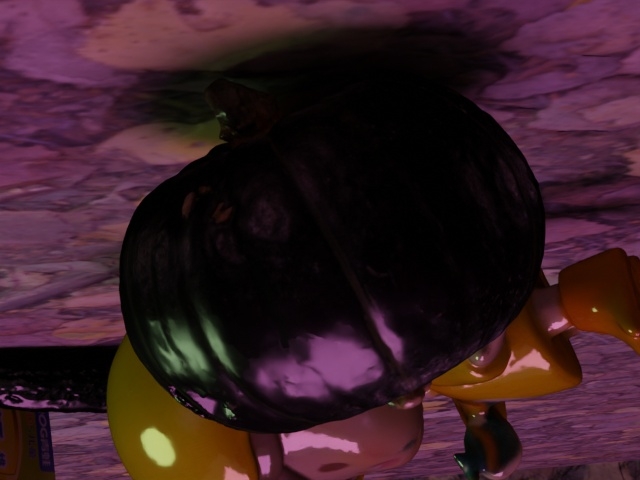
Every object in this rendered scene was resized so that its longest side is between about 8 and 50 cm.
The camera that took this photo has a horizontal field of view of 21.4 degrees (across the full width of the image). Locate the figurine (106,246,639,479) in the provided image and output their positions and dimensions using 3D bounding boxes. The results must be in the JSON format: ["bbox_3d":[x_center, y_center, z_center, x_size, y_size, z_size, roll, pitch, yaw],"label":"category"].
[{"bbox_3d":[0.039,0.081,1.044,0.343,0.187,0.215,-16,156,15],"label":"figurine"}]

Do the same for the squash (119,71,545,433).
[{"bbox_3d":[0.003,0.005,0.736,0.193,0.156,0.193,-25,162,-8],"label":"squash"}]

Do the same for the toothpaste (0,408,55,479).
[{"bbox_3d":[-0.327,0.144,1.282,0.077,0.110,0.327,-15,165,25],"label":"toothpaste"}]

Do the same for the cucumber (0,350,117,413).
[{"bbox_3d":[-0.184,0.112,1.353,0.214,0.052,0.058,5,-168,-35],"label":"cucumber"}]
